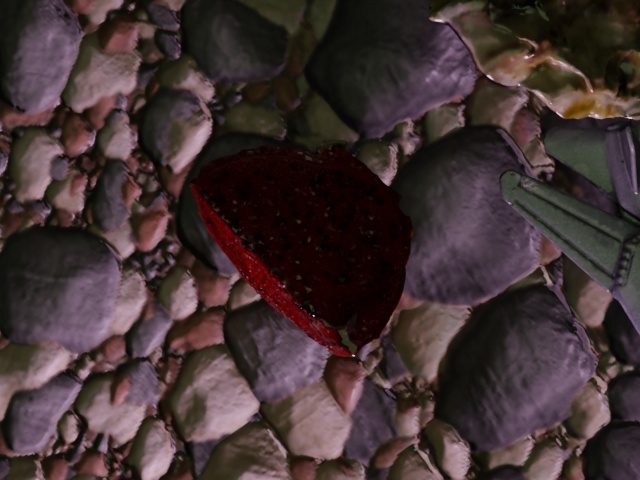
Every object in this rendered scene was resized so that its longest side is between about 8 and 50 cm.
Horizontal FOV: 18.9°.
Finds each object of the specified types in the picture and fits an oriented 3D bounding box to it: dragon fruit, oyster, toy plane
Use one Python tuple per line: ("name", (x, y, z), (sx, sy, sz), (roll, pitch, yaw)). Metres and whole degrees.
("dragon fruit", (0.000, 0.000, 1.265), (0.106, 0.083, 0.162), (-42, 75, -18))
("oyster", (0.183, -0.168, 1.206), (0.214, 0.083, 0.223), (27, 59, 2))
("toy plane", (0.243, 0.043, 1.243), (0.212, 0.088, 0.267), (-13, 97, 6))
